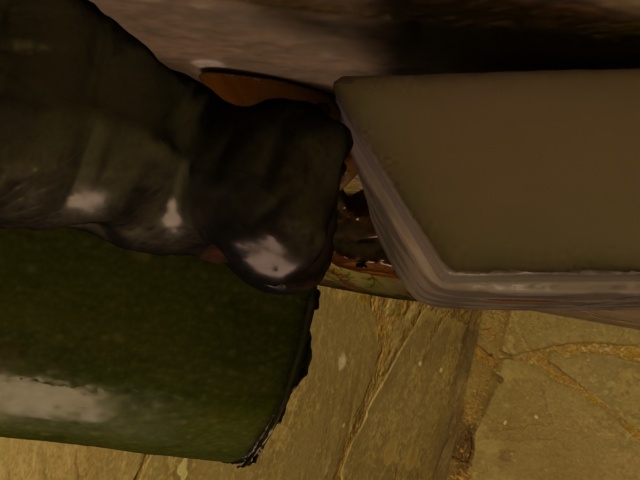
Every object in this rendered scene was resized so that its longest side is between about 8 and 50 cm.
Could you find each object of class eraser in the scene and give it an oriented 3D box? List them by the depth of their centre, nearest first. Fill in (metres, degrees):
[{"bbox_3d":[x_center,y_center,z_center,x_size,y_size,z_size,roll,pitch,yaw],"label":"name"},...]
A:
[{"bbox_3d":[0.124,-0.007,0.548,0.213,0.082,0.397,0,175,4],"label":"eraser"}]

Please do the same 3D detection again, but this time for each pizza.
[{"bbox_3d":[0.129,0.001,0.861,0.226,0.086,0.335,3,173,43],"label":"pizza"}]

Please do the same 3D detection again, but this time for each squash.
[{"bbox_3d":[-0.208,0.006,0.724,0.384,0.263,0.263,15,176,-27],"label":"squash"}]

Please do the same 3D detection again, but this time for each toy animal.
[{"bbox_3d":[-0.118,-0.054,0.343,0.343,0.106,0.168,23,173,-23],"label":"toy animal"}]

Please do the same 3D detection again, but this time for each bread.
[{"bbox_3d":[-0.022,-0.070,0.607,0.062,0.103,0.049,-35,171,19],"label":"bread"}]

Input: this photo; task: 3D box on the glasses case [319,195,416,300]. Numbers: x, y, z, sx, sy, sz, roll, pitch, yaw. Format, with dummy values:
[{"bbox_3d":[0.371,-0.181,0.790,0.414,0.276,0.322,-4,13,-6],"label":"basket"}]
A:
[{"bbox_3d":[0.000,0.000,1.188,0.156,0.098,0.425,22,173,-32],"label":"glasses case"}]
